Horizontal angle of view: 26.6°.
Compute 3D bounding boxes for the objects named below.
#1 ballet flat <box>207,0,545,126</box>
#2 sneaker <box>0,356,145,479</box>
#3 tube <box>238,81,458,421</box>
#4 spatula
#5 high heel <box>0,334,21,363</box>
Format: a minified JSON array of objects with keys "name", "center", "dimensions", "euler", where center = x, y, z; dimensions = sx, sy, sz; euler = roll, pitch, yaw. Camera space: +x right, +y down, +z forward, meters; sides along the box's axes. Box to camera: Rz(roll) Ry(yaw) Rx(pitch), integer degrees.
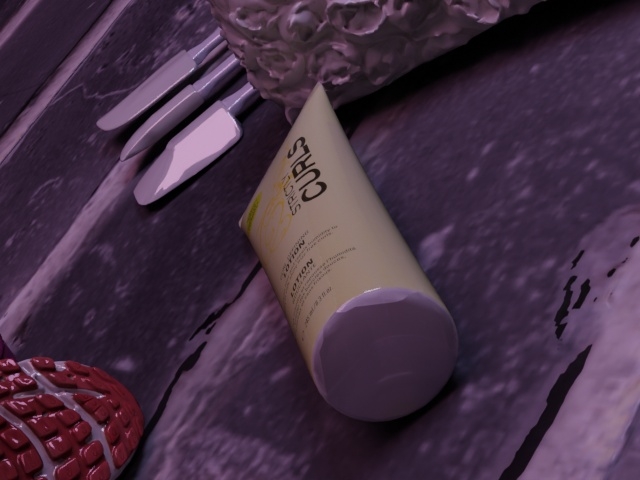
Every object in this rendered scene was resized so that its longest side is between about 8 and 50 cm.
[{"name":"ballet flat","center":[0.102,-0.189,0.687],"dimensions":[0.409,0.147,0.147],"euler":[-27,32,27]},{"name":"sneaker","center":[-0.189,0.134,0.658],"dimensions":[0.225,0.088,0.092],"euler":[-30,-18,-10]},{"name":"tube","center":[0.000,0.000,0.637],"dimensions":[0.070,0.062,0.240],"euler":[-22,26,-2]},{"name":"spatula","center":[-0.044,-0.128,0.916],"dimensions":[0.242,0.019,0.168],"euler":[-39,27,1]},{"name":"high heel","center":[-0.266,0.119,0.749],"dimensions":[0.244,0.117,0.082],"euler":[-31,30,21]}]
